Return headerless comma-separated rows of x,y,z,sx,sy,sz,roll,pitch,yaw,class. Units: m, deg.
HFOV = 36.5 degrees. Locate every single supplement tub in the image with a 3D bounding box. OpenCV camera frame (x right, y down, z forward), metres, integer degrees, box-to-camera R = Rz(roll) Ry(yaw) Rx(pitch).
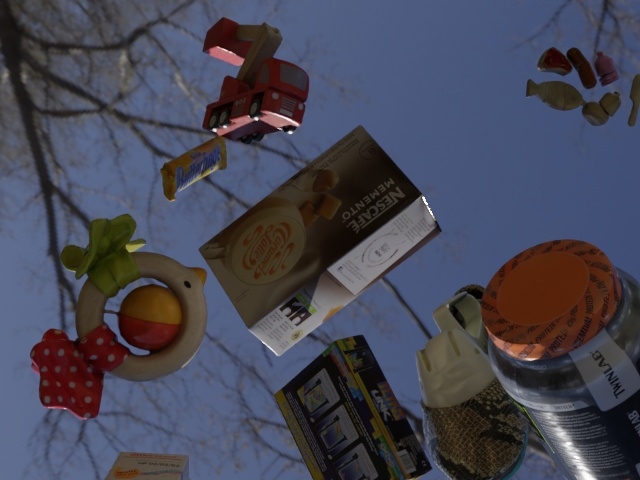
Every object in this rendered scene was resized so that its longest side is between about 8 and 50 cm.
0.320,0.158,1.129,0.194,0.316,0.193,-25,-145,19,supplement tub

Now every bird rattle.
-0.245,0.098,1.206,0.143,0.207,0.253,134,-35,-73,bird rattle

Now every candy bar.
-0.127,-0.076,0.985,0.018,0.040,0.161,4,-163,13,candy bar

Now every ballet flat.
0.220,0.187,1.477,0.164,0.182,0.483,-24,-169,18,ballet flat

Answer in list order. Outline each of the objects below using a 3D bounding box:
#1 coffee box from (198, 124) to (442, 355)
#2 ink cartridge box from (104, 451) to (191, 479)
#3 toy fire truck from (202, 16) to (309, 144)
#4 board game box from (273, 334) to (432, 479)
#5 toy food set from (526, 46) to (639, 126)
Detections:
0.000,0.000,1.147,0.246,0.098,0.141,-37,-125,2,coffee box
-0.246,0.349,1.370,0.104,0.061,0.181,3,-168,2,ink cartridge box
-0.068,-0.170,0.983,0.192,0.047,0.135,-4,-109,58,toy fire truck
0.032,0.214,1.095,0.141,0.048,0.170,-45,-117,42,board game box
0.260,-0.156,0.959,0.019,0.122,0.078,162,-55,-71,toy food set
